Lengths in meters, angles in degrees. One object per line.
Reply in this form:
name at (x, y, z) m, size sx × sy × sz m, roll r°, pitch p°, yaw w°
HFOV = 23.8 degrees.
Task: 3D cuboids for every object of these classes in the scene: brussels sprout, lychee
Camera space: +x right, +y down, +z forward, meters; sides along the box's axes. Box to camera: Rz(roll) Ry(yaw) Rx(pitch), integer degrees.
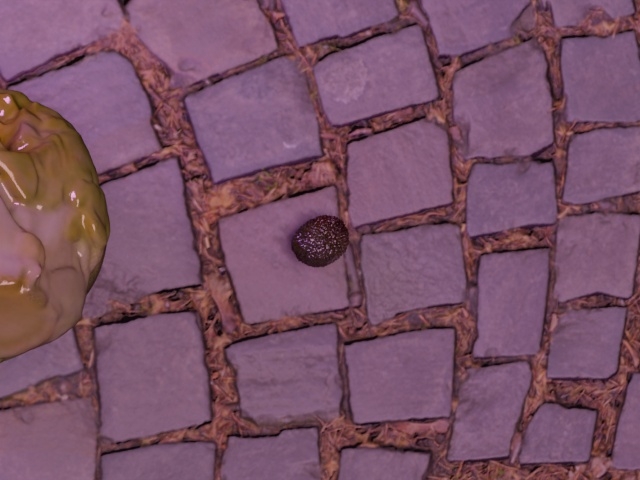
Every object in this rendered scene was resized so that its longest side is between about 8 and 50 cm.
brussels sprout at (-0.391, -0.016, 1.605) m, size 0.268 × 0.344 × 0.344 m, roll 32°, pitch 84°, yaw -43°
lychee at (0.000, 0.000, 1.888) m, size 0.068 × 0.083 × 0.067 m, roll 23°, pitch 123°, yaw 11°

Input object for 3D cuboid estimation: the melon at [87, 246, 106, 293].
melon at (-0.298, 0.003, 1.762) m, size 0.099 × 0.099 × 0.162 m, roll 17°, pitch 89°, yaw -21°
